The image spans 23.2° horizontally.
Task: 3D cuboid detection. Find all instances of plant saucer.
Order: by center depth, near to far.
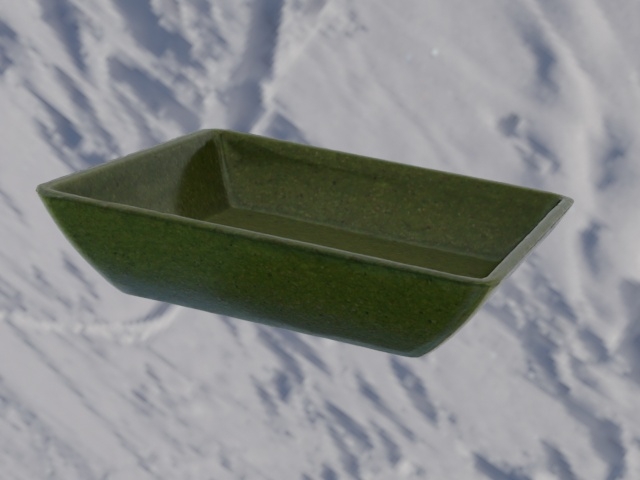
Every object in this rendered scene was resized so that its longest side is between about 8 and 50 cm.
[{"bbox_3d":[0.000,0.000,0.674,0.188,0.045,0.188,12,-165,16],"label":"plant saucer"}]
